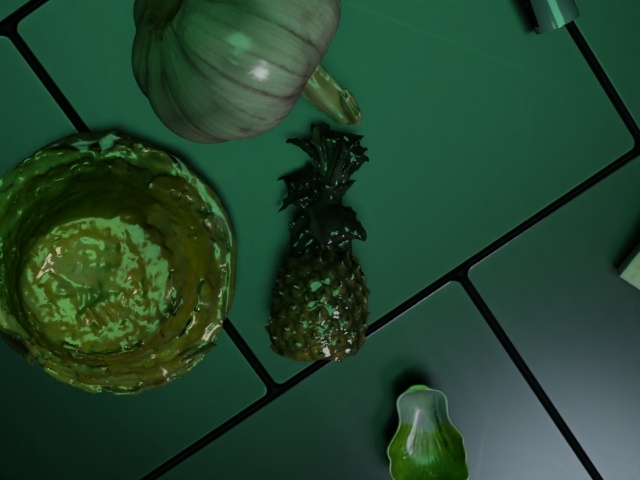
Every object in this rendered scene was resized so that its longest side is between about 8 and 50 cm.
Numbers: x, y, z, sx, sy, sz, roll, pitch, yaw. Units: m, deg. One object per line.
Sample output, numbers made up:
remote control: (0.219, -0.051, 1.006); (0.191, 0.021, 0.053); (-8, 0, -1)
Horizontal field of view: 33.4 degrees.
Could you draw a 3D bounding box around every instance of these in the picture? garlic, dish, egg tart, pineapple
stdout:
garlic: (-0.052, -0.188, 1.050); (0.253, 0.245, 0.245); (26, 99, -32)
dish: (0.119, 0.224, 1.224); (0.091, 0.039, 0.137); (-7, 101, 3)
egg tart: (-0.227, 0.034, 1.123); (0.295, 0.116, 0.294); (0, 103, -2)
pineapple: (0.000, 0.000, 1.140); (0.125, 0.125, 0.251); (4, 96, -5)

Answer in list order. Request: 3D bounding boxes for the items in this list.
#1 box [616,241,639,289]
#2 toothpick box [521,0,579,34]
box: (0.460, 0.049, 1.194); (0.220, 0.032, 0.122); (32, 112, -4)
toothpick box: (0.234, -0.266, 1.123); (0.052, 0.052, 0.083); (-26, 103, 2)
